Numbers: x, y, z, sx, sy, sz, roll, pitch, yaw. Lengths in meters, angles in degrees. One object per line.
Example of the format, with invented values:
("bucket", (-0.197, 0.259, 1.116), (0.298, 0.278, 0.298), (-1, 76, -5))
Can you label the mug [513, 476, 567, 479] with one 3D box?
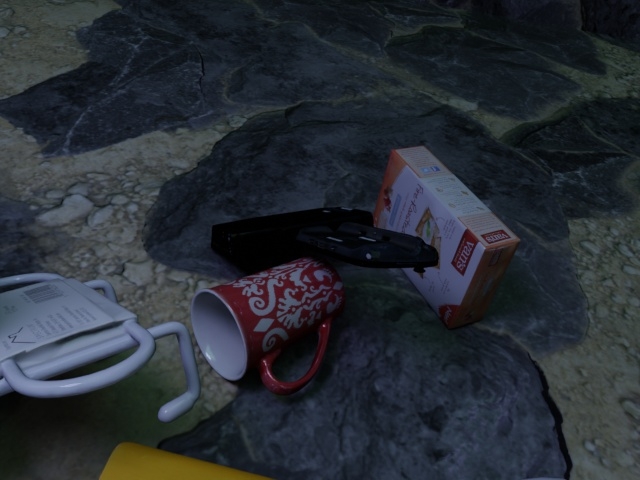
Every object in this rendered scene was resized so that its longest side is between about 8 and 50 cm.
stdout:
("mug", (0.083, 0.317, 0.326), (0.328, 0.374, 0.276), (-42, 43, 0))

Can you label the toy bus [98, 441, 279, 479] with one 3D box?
("toy bus", (-0.026, 0.279, 0.509), (0.333, 0.130, 0.108), (14, 40, 2))

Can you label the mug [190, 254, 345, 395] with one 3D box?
("mug", (-0.053, 0.103, 0.752), (0.169, 0.113, 0.150), (-22, 94, -40))

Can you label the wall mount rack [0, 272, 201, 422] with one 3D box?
("wall mount rack", (-0.295, 0.137, 0.558), (0.304, 0.130, 0.350), (-18, 19, -35))

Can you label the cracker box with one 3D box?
("cracker box", (0.168, -0.010, 0.879), (0.067, 0.155, 0.232), (-12, 45, -26))

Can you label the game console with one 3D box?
("game console", (0.000, 0.000, 0.776), (0.213, 0.044, 0.361), (-10, 11, -24))
